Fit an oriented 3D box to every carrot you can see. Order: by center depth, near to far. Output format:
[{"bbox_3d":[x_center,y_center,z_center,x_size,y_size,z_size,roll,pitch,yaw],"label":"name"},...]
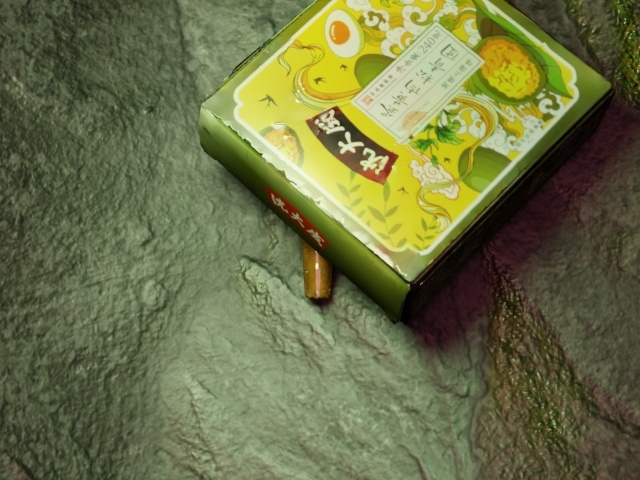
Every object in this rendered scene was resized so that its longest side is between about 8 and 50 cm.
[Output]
[{"bbox_3d":[0.000,0.000,1.899,0.055,0.055,0.162,4,81,5],"label":"carrot"}]

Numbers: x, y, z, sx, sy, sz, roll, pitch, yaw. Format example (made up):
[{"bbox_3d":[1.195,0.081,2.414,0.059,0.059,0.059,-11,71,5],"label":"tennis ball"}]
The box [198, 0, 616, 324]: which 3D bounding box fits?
[{"bbox_3d":[0.112,-0.163,1.857,0.373,0.138,0.420,42,70,14],"label":"box"}]
